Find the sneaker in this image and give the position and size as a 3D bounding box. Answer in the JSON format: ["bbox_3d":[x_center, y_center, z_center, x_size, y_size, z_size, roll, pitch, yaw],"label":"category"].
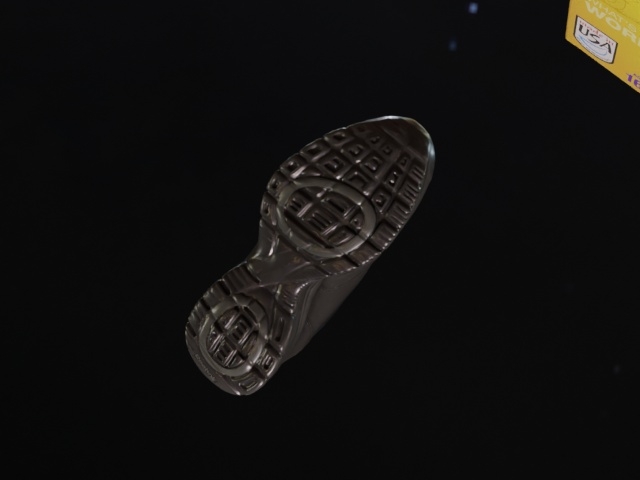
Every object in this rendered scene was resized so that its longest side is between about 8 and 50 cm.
[{"bbox_3d":[0.000,0.000,1.522,0.109,0.286,0.130,47,-150,8],"label":"sneaker"}]

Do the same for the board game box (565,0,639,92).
[{"bbox_3d":[0.262,-0.132,1.086,0.242,0.316,0.064,38,-99,14],"label":"board game box"}]
